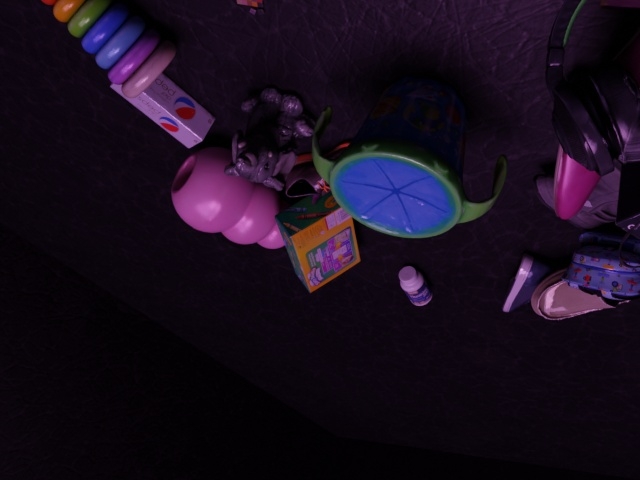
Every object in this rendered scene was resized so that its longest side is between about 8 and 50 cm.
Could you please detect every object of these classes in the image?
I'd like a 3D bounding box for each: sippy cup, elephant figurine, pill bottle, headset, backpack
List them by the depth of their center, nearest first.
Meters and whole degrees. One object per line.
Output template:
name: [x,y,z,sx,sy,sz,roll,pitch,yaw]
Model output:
headset: [0.387,-0.139,0.665,0.243,0.185,0.394,-2,101,18]
sippy cup: [0.158,-0.159,1.053,0.305,0.224,0.240,35,148,-24]
backpack: [0.550,0.048,1.121,0.173,0.117,0.158,-3,-167,-41]
elephant figurine: [-0.124,-0.177,1.193,0.169,0.239,0.186,-1,144,34]
pill bottle: [0.259,0.123,1.628,0.067,0.067,0.120,0,145,33]

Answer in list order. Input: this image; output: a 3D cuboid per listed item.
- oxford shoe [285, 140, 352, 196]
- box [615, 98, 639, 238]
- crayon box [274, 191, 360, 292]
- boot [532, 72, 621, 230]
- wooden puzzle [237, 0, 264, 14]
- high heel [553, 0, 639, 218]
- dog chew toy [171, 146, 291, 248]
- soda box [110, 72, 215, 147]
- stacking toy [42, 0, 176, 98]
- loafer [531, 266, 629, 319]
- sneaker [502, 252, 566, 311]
oxford shoe: [0.035,-0.143,1.292,0.271,0.098,0.097,-9,140,42]
box: [0.543,-0.100,0.857,0.184,0.261,0.103,29,150,-15]
crayon box: [0.000,0.000,1.478,0.081,0.165,0.278,52,167,32]
boot: [0.458,-0.126,1.036,0.338,0.118,0.222,40,153,-20]
wooden puzzle: [-0.124,-0.425,1.014,0.049,0.006,0.083,14,151,13]
high heel: [0.434,-0.185,0.786,0.181,0.127,0.377,18,122,22]
dog chew toy: [-0.193,-0.087,1.454,0.332,0.207,0.206,29,152,-31]
soda box: [-0.342,-0.302,1.298,0.216,0.074,0.069,38,148,-28]
stacking toy: [-0.437,-0.426,1.101,0.330,0.141,0.141,42,145,-26]
loafer: [0.584,0.103,1.272,0.268,0.092,0.102,-28,101,27]
sneaker: [0.539,0.131,1.437,0.163,0.086,0.226,18,150,12]
